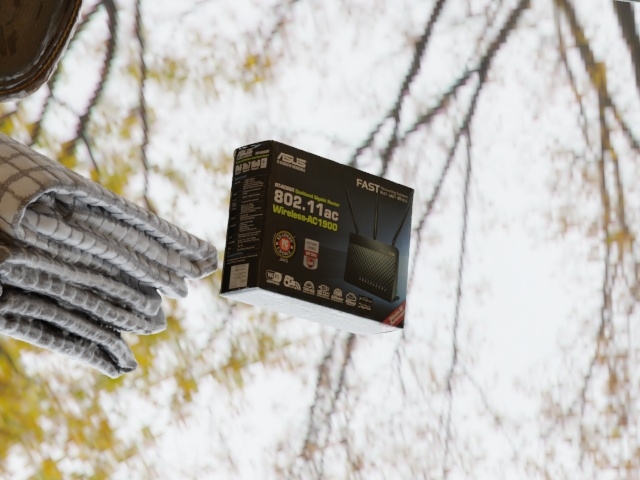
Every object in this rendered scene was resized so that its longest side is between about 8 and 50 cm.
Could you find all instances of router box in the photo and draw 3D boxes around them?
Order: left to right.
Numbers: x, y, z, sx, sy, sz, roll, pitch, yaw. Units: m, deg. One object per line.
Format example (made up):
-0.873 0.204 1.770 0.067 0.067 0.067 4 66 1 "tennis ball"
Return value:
0.000 0.000 1.187 0.038 0.122 0.092 -13 -113 47 "router box"

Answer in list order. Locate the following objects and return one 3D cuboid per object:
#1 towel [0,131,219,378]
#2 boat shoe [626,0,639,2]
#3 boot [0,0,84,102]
-0.237 -0.016 1.382 0.235 0.283 0.121 28 -91 24 "towel"
0.313 -0.225 1.388 0.335 0.119 0.121 0 -83 -7 "boat shoe"
-0.170 -0.186 1.028 0.082 0.106 0.219 -5 -118 7 "boot"
